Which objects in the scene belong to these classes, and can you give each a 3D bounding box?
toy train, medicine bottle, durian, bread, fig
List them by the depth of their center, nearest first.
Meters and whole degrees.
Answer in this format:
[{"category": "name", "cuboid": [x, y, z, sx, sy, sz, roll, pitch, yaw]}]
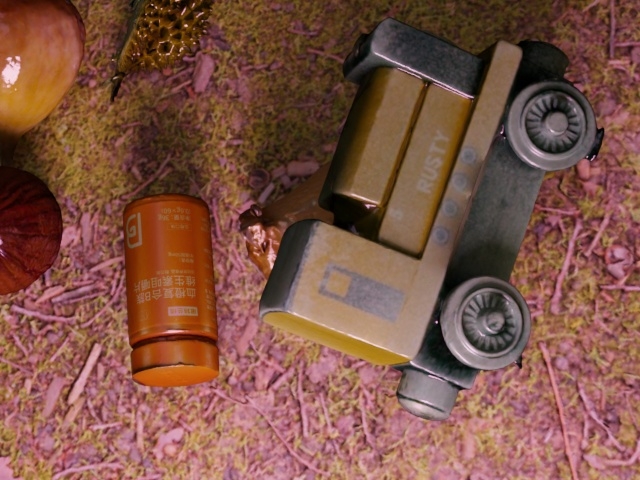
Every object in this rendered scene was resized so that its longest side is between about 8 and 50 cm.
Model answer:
[{"category": "toy train", "cuboid": [0.109, -0.035, 1.453, 0.253, 0.160, 0.397, 22, 79, -8]}, {"category": "bread", "cuboid": [0.000, 0.000, 1.571, 0.147, 0.127, 0.152, -30, 101, 3]}, {"category": "medicine bottle", "cuboid": [-0.160, 0.053, 1.579, 0.096, 0.096, 0.192, -9, 71, 13]}, {"category": "fig", "cuboid": [-0.362, -0.018, 1.595, 0.133, 0.201, 0.146, -5, 81, 9]}, {"category": "fig", "cuboid": [-0.348, -0.169, 1.694, 0.159, 0.159, 0.257, 3, 96, 16]}, {"category": "durian", "cuboid": [-0.184, -0.256, 1.706, 0.100, 0.086, 0.215, 5, 68, 52]}]
